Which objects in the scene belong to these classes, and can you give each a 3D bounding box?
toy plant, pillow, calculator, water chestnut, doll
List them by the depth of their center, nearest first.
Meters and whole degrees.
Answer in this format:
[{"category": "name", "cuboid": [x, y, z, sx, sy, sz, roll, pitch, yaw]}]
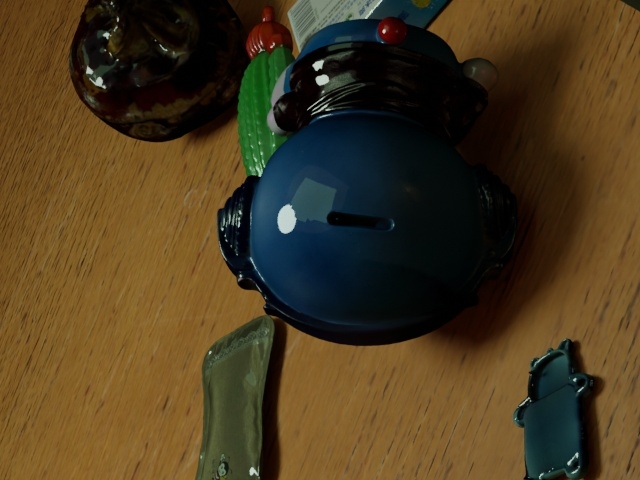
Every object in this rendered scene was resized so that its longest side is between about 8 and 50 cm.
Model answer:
[{"category": "calculator", "cuboid": [0.204, 0.154, 1.613, 0.094, 0.019, 0.141, -33, 43, 40]}, {"category": "doll", "cuboid": [0.048, -0.049, 1.770, 0.240, 0.284, 0.309, 78, -162, -70]}, {"category": "pillow", "cuboid": [-0.095, 0.190, 2.010, 0.130, 0.033, 0.217, -29, 47, 42]}, {"category": "toy plant", "cuboid": [-0.048, -0.151, 2.067, 0.154, 0.088, 0.240, 173, 96, -82]}, {"category": "water chestnut", "cuboid": [-0.203, -0.234, 2.266, 0.224, 0.238, 0.223, -2, 74, 8]}]

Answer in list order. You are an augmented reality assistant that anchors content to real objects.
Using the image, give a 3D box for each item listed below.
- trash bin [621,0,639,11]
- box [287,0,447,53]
[{"category": "trash bin", "cuboid": [0.296, -0.394, 1.652, 0.158, 0.223, 0.343, -29, 48, 44]}, {"category": "box", "cuboid": [0.057, -0.268, 2.052, 0.194, 0.073, 0.139, -47, 37, 27]}]
